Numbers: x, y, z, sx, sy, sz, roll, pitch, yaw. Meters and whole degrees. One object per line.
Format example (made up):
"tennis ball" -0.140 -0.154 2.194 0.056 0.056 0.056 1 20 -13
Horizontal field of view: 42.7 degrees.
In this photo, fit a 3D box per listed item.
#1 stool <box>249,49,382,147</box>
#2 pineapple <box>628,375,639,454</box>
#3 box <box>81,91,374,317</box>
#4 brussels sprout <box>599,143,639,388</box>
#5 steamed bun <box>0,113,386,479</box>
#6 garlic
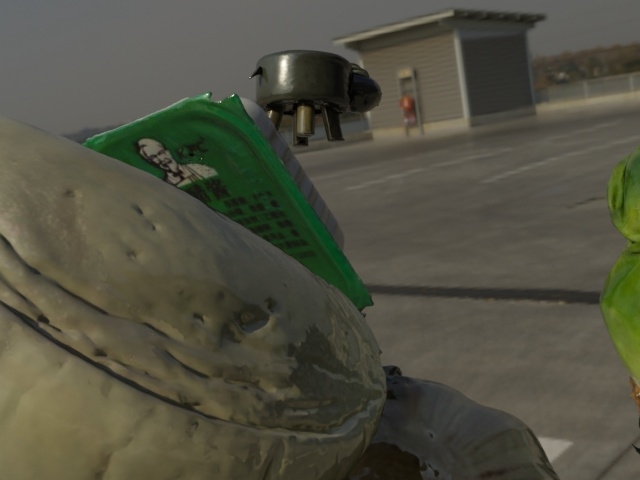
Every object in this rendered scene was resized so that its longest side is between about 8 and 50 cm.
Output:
"stool" -0.005 -0.229 1.332 0.228 0.139 0.153 1 -2 -8
"pineapple" 0.448 0.228 1.029 0.128 0.248 0.128 10 -31 6
"box" -0.097 -0.036 0.981 0.264 0.336 0.106 -13 33 34
"brussels sprout" 0.367 0.036 0.699 0.227 0.259 0.294 -18 46 -27
"steamed bun" -0.146 0.096 0.525 0.247 0.383 0.236 -46 32 25
"garlic" 0.086 0.278 0.718 0.322 0.322 0.241 -5 -18 25
